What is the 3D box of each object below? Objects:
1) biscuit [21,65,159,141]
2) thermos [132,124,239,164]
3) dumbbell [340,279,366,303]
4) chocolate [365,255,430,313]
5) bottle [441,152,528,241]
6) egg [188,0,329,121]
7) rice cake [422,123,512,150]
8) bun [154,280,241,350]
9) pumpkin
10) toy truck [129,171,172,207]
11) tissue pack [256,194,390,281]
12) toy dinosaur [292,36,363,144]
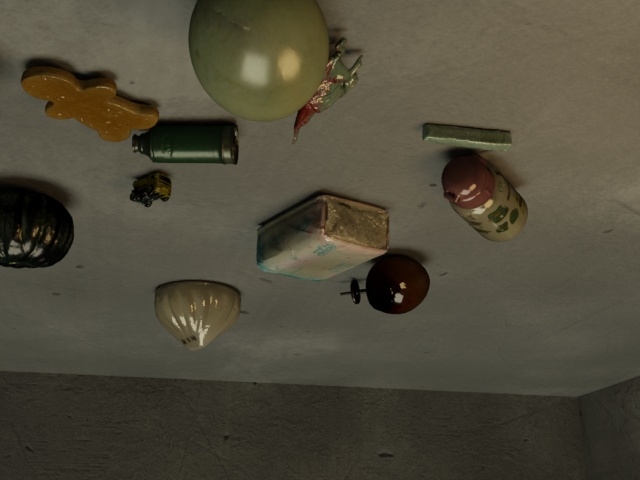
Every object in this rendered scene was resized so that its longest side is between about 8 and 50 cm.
[{"bbox_3d":[-0.390,-0.234,1.395,0.158,0.035,0.240,-16,155,30],"label":"biscuit"},{"bbox_3d":[-0.244,-0.178,1.507,0.187,0.083,0.073,1,138,1],"label":"thermos"},{"bbox_3d":[0.125,0.142,2.333,0.147,0.069,0.069,-9,157,19],"label":"dumbbell"},{"bbox_3d":[0.205,0.109,2.160,0.176,0.177,0.177,0,159,0],"label":"chocolate"},{"bbox_3d":[0.323,-0.089,1.662,0.120,0.120,0.253,-11,156,27],"label":"bottle"},{"bbox_3d":[-0.082,-0.261,1.111,0.186,0.187,0.253,0,158,1],"label":"egg"},{"bbox_3d":[0.268,-0.188,1.518,0.170,0.033,0.029,4,155,-9],"label":"rice cake"},{"bbox_3d":[-0.361,0.234,2.437,0.263,0.175,0.263,-1,158,0],"label":"bun"},{"bbox_3d":[-0.638,-0.023,1.776,0.220,0.162,0.220,7,168,2],"label":"pumpkin"},{"bbox_3d":[-0.345,-0.106,1.704,0.083,0.054,0.049,-14,155,33],"label":"toy truck"},{"bbox_3d":[0.002,0.000,1.894,0.201,0.124,0.271,11,156,-35],"label":"tissue pack"},{"bbox_3d":[-0.009,-0.221,1.307,0.053,0.167,0.242,45,129,1],"label":"toy dinosaur"}]
